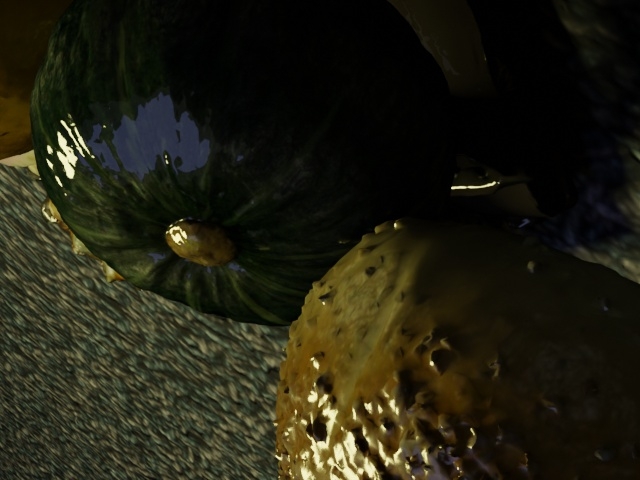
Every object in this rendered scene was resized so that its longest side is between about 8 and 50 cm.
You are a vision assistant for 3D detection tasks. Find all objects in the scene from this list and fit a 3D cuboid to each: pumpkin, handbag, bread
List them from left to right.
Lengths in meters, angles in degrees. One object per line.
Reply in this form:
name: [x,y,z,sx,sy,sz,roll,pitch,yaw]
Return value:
pumpkin: [-0.037,-0.052,0.903,0.212,0.152,0.211,19,143,14]
handbag: [0.002,-0.127,1.020,0.257,0.113,0.285,14,140,43]
bread: [0.098,0.129,0.806,0.305,0.159,0.305,36,159,17]

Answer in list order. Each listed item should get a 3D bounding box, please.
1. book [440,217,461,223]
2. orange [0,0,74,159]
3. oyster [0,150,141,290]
book: [0.000,0.000,1.152,0.191,0.025,0.269,14,173,-12]
orange: [-0.243,-0.184,1.220,0.279,0.235,0.279,35,148,26]
oyster: [-0.213,-0.057,1.595,0.198,0.092,0.259,37,165,29]
